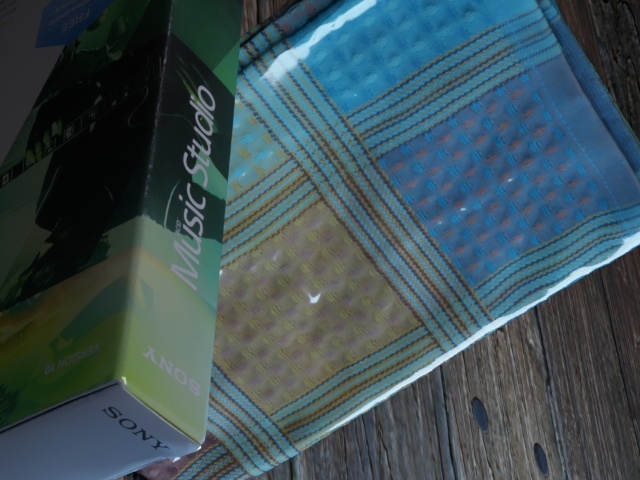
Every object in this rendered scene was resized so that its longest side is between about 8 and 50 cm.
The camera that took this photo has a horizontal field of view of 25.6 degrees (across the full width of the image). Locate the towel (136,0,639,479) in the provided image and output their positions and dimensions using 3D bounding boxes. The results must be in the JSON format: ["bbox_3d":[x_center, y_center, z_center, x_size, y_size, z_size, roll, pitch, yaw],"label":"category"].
[{"bbox_3d":[0.000,0.000,0.803,0.271,0.370,0.040,49,12,-36],"label":"towel"}]

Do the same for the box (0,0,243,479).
[{"bbox_3d":[-0.145,-0.013,0.666,0.058,0.232,0.322,41,35,-38],"label":"box"}]
